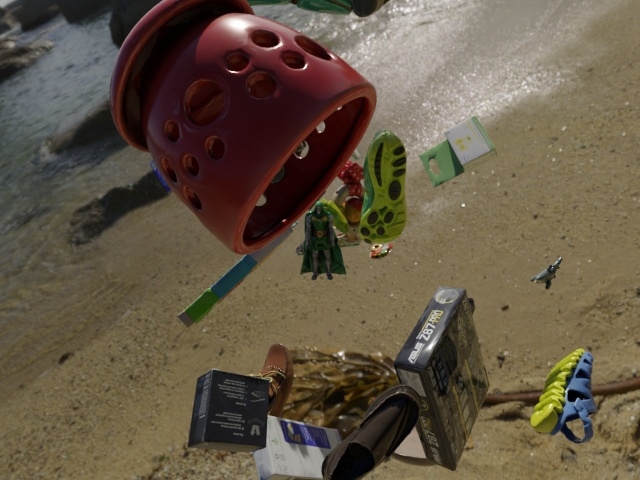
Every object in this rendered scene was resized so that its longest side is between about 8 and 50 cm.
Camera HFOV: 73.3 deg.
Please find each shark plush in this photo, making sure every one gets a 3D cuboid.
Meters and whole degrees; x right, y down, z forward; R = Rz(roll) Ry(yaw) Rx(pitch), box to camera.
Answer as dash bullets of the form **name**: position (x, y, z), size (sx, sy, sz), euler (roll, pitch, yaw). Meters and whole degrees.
- **shark plush**: position (0.896, 0.124, 1.671), size (0.161, 0.067, 0.073), euler (-29, 41, -8)

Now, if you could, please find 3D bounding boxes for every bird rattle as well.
- **bird rattle**: position (0.084, -0.122, 1.371), size (0.143, 0.207, 0.253), euler (5, 60, 43)

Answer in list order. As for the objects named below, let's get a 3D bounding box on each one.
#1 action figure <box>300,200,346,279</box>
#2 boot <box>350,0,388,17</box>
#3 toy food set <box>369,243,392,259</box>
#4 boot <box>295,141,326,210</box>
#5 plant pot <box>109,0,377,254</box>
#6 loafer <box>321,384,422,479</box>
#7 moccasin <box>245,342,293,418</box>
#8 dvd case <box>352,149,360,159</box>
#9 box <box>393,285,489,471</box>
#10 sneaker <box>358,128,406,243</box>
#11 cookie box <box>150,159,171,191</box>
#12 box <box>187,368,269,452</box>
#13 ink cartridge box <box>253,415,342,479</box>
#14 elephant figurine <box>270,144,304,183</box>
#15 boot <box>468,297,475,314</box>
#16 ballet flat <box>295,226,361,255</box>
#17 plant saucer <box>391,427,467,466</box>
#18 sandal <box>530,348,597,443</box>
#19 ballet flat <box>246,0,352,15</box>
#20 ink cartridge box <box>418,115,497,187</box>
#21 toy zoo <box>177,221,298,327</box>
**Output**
- **action figure**: position (0.000, 0.000, 1.204), size (0.137, 0.232, 0.063), euler (-3, 23, 2)
- **boot**: position (0.182, -0.627, 0.968), size (0.284, 0.138, 0.377), euler (-20, 30, 4)
- **toy food set**: position (0.201, 0.034, 1.434), size (0.082, 0.020, 0.083), euler (-13, 26, 32)
- **boot**: position (-0.074, -0.334, 2.174), size (0.264, 0.280, 0.096), euler (-56, 16, -21)
- **plant pot**: position (-0.070, -0.111, 0.395), size (0.174, 0.191, 0.191), euler (42, 70, 9)
- **loafer**: position (0.092, 0.340, 0.721), size (0.080, 0.078, 0.220), euler (42, 85, 7)
- **moccasin**: position (-0.203, 0.548, 1.546), size (0.139, 0.147, 0.380), euler (-4, 53, 37)
- **dvd case**: position (0.071, -0.273, 1.115), size (0.013, 0.119, 0.087), euler (-19, -5, 15)
- **box**: position (0.355, 0.378, 1.202), size (0.097, 0.395, 0.318), euler (3, 35, 41)
- **sneaker**: position (0.149, -0.116, 0.991), size (0.109, 0.295, 0.123), euler (5, 38, 3)
- **cookie box**: position (-0.380, -0.187, 1.147), size (0.040, 0.092, 0.107), euler (-38, -5, 38)
- **box**: position (-0.211, 0.400, 1.004), size (0.093, 0.156, 0.158), euler (-37, 42, 41)
- **ink cartridge box**: position (-0.047, 0.596, 1.198), size (0.065, 0.332, 0.165), euler (-45, 40, 17)
- **elephant figurine**: position (-0.159, -0.262, 1.552), size (0.186, 0.169, 0.239), euler (7, 81, 42)
- **boot**: position (0.458, 0.226, 1.446), size (0.118, 0.042, 0.087), euler (9, 74, 7)
- **ballet flat**: position (0.026, -0.006, 1.503), size (0.241, 0.077, 0.091), euler (-10, 11, -11)
- **plant saucer**: position (0.317, 0.652, 1.409), size (0.310, 0.050, 0.310), euler (0, 3, 0)
- **sandal**: position (0.713, 0.443, 1.216), size (0.138, 0.126, 0.317), euler (35, 56, 19)
- **ballet flat**: position (-0.049, -0.501, 0.839), size (0.247, 0.087, 0.083), euler (-2, 14, -16)
- **ink cartridge box**: position (0.476, -0.314, 1.523), size (0.235, 0.056, 0.171), euler (-26, 57, 18)
- **toy zoo**: position (-0.150, 0.056, 0.838), size (0.293, 0.030, 0.192), euler (-44, 2, -19)
